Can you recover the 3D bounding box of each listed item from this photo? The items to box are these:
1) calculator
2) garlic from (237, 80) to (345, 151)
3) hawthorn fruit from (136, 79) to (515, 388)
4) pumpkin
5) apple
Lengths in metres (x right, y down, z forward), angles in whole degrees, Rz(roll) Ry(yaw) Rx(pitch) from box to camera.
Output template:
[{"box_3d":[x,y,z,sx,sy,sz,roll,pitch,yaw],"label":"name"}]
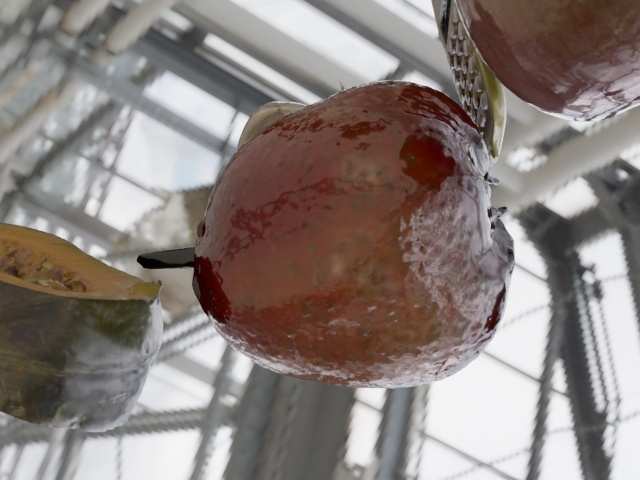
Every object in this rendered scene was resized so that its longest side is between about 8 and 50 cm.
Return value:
[{"box_3d":[0.145,-0.184,1.449,0.157,0.033,0.236,89,-10,-68],"label":"calculator"},{"box_3d":[-0.038,-0.129,1.958,0.266,0.148,0.128,84,-10,-61],"label":"garlic"},{"box_3d":[0.000,0.000,1.389,0.369,0.285,0.285,-3,-128,18],"label":"hawthorn fruit"},{"box_3d":[-0.286,0.076,1.492,0.317,0.221,0.139,18,-79,40],"label":"pumpkin"},{"box_3d":[0.228,-0.238,1.148,0.305,0.235,0.306,-42,-172,7],"label":"apple"}]
